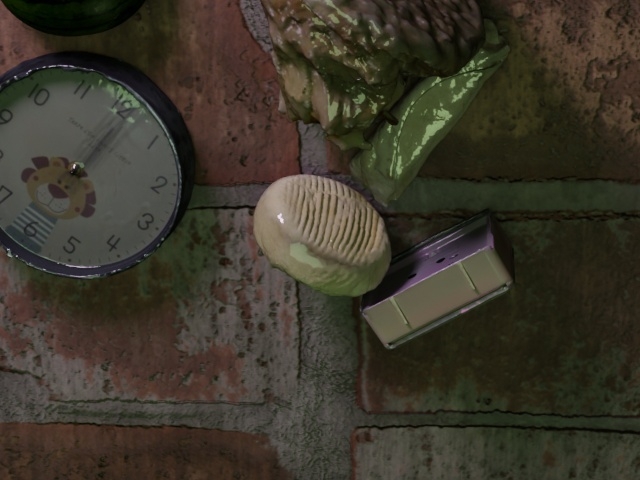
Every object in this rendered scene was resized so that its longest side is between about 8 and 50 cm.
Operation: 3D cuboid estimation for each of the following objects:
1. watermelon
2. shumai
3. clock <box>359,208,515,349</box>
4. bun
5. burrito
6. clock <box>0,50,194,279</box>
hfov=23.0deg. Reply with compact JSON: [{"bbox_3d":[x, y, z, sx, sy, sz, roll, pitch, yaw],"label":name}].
[{"bbox_3d":[-0.305,-0.348,1.946,0.232,0.127,0.204,1,108,0],"label":"watermelon"},{"bbox_3d":[0.007,-0.248,1.891,0.314,0.267,0.262,15,134,-40],"label":"shumai"},{"bbox_3d":[0.153,0.050,2.043,0.192,0.147,0.071,-29,106,15],"label":"clock"},{"bbox_3d":[0.000,0.000,2.039,0.188,0.164,0.111,18,132,-15],"label":"bun"},{"bbox_3d":[0.142,-0.162,2.007,0.082,0.059,0.275,43,110,4],"label":"burrito"},{"bbox_3d":[-0.322,-0.094,2.082,0.313,0.061,0.312,2,112,6],"label":"clock"}]
